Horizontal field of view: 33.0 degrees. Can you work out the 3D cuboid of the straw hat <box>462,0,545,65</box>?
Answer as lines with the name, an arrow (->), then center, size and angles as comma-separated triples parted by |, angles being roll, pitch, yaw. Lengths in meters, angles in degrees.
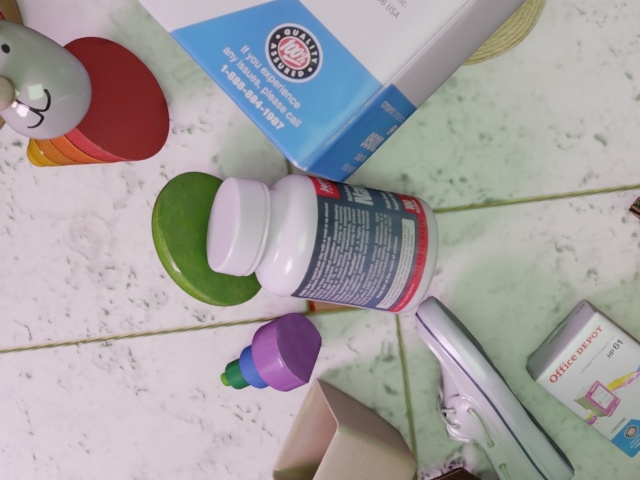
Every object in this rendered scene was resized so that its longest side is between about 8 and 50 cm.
straw hat -> 0.132, -0.218, 0.937 | 0.144, 0.061, 0.144 | 0, 101, 1

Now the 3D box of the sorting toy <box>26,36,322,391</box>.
sorting toy -> -0.147, -0.001, 0.980 | 0.126, 0.127, 0.365 | -27, 104, 35

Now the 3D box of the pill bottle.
pill bottle -> 0.000, 0.000, 0.931 | 0.180, 0.108, 0.108 | 10, 102, -23

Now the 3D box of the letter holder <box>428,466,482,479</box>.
letter holder -> 0.154, 0.348, 0.893 | 0.302, 0.214, 0.152 | 28, 112, 36

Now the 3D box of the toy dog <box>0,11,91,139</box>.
toy dog -> -0.338, -0.190, 0.809 | 0.333, 0.161, 0.220 | 15, 110, 24

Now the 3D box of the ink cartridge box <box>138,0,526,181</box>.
ink cartridge box -> 0.046, -0.283, 0.839 | 0.395, 0.166, 0.285 | -44, 80, 9

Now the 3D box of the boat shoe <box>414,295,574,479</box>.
boat shoe -> 0.145, 0.157, 1.000 | 0.076, 0.083, 0.226 | -37, 99, 6

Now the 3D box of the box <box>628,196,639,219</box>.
box -> 0.371, 0.036, 0.932 | 0.201, 0.164, 0.021 | 36, 97, -6

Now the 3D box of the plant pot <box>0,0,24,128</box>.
plant pot -> -0.384, -0.174, 0.966 | 0.236, 0.032, 0.236 | 0, 102, 1

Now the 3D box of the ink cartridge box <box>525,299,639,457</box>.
ink cartridge box -> 0.267, 0.128, 1.009 | 0.122, 0.052, 0.088 | 38, 99, -5

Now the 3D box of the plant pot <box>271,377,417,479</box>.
plant pot -> 0.026, 0.209, 1.006 | 0.096, 0.109, 0.109 | 21, 101, -17
